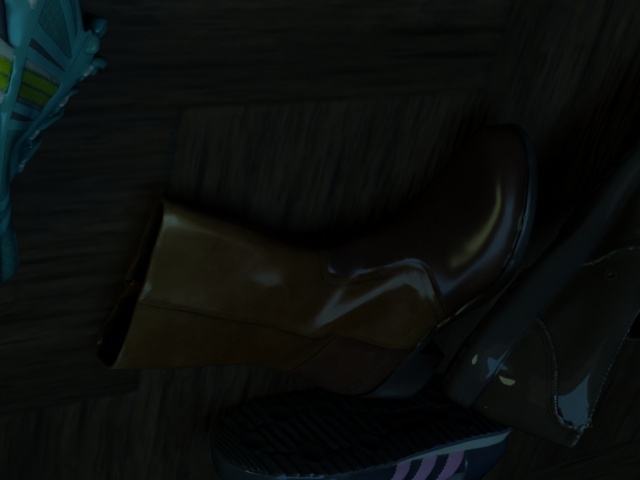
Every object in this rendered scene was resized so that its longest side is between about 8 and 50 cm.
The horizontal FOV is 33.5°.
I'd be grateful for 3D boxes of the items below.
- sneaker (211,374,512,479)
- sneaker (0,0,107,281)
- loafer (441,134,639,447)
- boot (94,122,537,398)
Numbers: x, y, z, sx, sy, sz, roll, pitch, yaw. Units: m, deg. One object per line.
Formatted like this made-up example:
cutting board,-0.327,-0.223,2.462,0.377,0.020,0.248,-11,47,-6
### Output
sneaker,0.039,0.207,0.947,0.319,0.112,0.131,1,121,-34
sneaker,-0.165,-0.088,0.572,0.110,0.107,0.275,-13,132,-38
loafer,0.253,0.022,0.867,0.366,0.130,0.134,-47,171,-12
boot,0.000,0.000,0.791,0.281,0.096,0.264,14,124,-33
